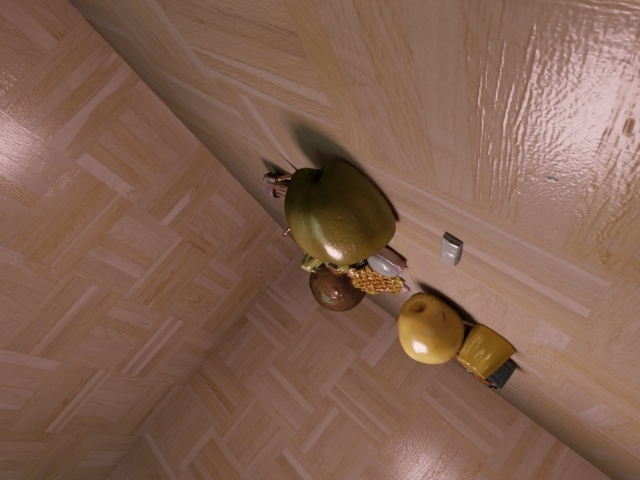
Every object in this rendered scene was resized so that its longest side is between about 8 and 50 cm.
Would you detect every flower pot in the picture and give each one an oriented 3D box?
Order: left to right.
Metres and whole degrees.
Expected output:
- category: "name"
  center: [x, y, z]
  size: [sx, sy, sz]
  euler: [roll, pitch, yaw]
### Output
- category: "flower pot"
  center: [0.701, 0.484, 1.725]
  size: [0.195, 0.179, 0.195]
  euler: [39, 170, 8]

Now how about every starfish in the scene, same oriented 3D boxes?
- category: "starfish"
  center: [-0.081, -0.140, 1.814]
  size: [0.384, 0.132, 0.397]
  euler: [-2, 126, 42]

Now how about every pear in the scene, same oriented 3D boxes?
- category: "pear"
  center: [0.497, 0.400, 1.822]
  size: [0.309, 0.309, 0.309]
  euler: [39, 173, 6]

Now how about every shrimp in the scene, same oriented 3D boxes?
- category: "shrimp"
  center: [0.190, 0.128, 2.168]
  size: [0.178, 0.075, 0.289]
  euler: [16, 148, 20]

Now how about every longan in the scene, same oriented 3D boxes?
- category: "longan"
  center: [0.119, 0.273, 2.644]
  size: [0.391, 0.391, 0.391]
  euler: [39, 173, 6]

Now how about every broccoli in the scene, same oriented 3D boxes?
- category: "broccoli"
  center: [-0.004, 0.027, 2.055]
  size: [0.348, 0.280, 0.293]
  euler: [7, 151, 50]

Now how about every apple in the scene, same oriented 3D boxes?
- category: "apple"
  center: [0.043, -0.090, 1.337]
  size: [0.360, 0.320, 0.311]
  euler: [56, -176, -37]

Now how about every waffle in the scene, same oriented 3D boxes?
- category: "waffle"
  center: [0.299, 0.219, 2.126]
  size: [0.292, 0.051, 0.291]
  euler: [10, 147, 7]

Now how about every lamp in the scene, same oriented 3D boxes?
- category: "lamp"
  center: [0.266, 0.084, 1.782]
  size: [0.246, 0.108, 0.179]
  euler: [37, 168, 23]

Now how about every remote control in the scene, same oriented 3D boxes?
- category: "remote control"
  center: [0.384, 0.032, 1.183]
  size: [0.061, 0.029, 0.162]
  euler: [34, 171, 26]

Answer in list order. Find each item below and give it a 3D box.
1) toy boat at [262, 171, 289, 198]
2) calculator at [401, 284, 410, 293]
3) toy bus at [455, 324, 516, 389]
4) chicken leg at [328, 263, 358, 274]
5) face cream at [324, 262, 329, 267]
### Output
- category: "toy boat"
  center: [-0.170, -0.250, 2.033]
  size: [0.294, 0.111, 0.276]
  euler: [24, 170, 23]
- category: "calculator"
  center: [0.422, 0.239, 2.206]
  size: [0.175, 0.032, 0.100]
  euler: [37, 172, 18]
- category: "toy bus"
  center: [0.761, 0.557, 1.939]
  size: [0.323, 0.162, 0.194]
  euler: [43, 170, -7]
- category: "chicken leg"
  center: [0.179, 0.117, 2.300]
  size: [0.410, 0.182, 0.295]
  euler: [23, 148, 38]
- category: "face cream"
  center: [0.000, 0.000, 2.292]
  size: [0.314, 0.089, 0.143]
  euler: [60, 145, 7]
